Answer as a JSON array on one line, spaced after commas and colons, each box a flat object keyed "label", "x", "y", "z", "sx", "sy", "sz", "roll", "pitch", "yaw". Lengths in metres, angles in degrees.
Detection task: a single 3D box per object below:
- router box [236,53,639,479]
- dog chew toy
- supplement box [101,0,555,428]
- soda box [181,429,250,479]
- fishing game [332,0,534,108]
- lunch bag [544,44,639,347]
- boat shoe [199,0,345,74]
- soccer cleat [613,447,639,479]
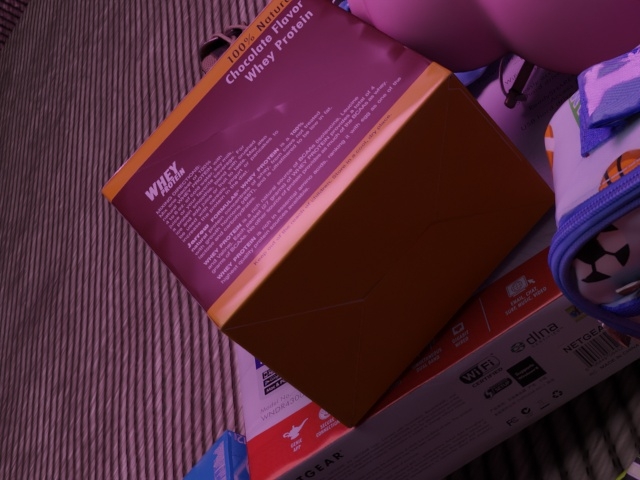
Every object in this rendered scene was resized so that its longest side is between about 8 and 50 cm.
[{"label": "router box", "x": 0.090, "y": 0.000, "z": 0.908, "sx": 0.335, "sy": 0.082, "sz": 0.301, "roll": -36, "pitch": 35, "yaw": 17}, {"label": "dog chew toy", "x": 0.172, "y": -0.191, "z": 0.788, "sx": 0.332, "sy": 0.206, "sz": 0.206, "roll": -14, "pitch": 49, "yaw": 22}, {"label": "supplement box", "x": 0.000, "y": -0.029, "z": 0.827, "sx": 0.191, "sy": 0.129, "sz": 0.194, "roll": -48, "pitch": 39, "yaw": -1}, {"label": "soda box", "x": -0.107, "y": 0.264, "z": 1.179, "sx": 0.210, "sy": 0.071, "sz": 0.067, "roll": -50, "pitch": 30, "yaw": 30}, {"label": "fishing game", "x": 0.080, "y": -0.163, "z": 0.982, "sx": 0.264, "sy": 0.041, "sz": 0.189, "roll": 16, "pitch": 75, "yaw": 48}, {"label": "lunch bag", "x": 0.246, "y": -0.035, "z": 0.558, "sx": 0.303, "sy": 0.243, "sz": 0.115, "roll": -39, "pitch": 36, "yaw": 42}, {"label": "boat shoe", "x": -0.062, "y": -0.167, "z": 1.401, "sx": 0.355, "sy": 0.130, "sz": 0.132, "roll": -65, "pitch": 25, "yaw": 1}, {"label": "soccer cleat", "x": 0.193, "y": 0.143, "z": 0.731, "sx": 0.179, "sy": 0.060, "sz": 0.072, "roll": -55, "pitch": 36, "yaw": 36}]
